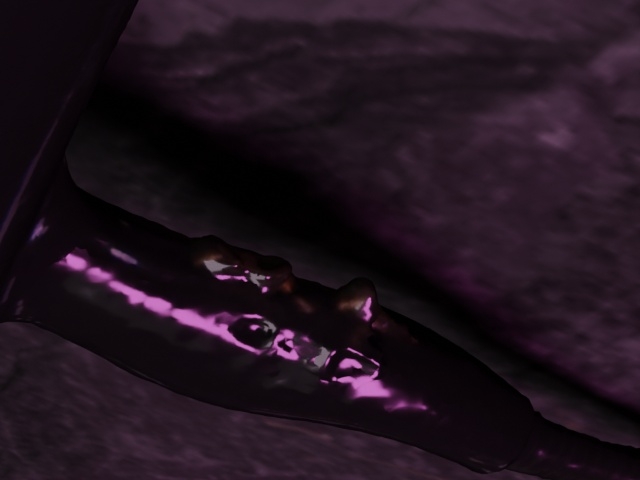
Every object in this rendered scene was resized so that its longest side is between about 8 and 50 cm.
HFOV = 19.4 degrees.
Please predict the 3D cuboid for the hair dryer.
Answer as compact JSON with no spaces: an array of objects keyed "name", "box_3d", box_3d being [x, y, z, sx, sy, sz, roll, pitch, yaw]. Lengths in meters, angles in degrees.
[{"name":"hair dryer","box_3d":[0.000,0.000,0.470,0.359,0.120,0.304,22,138,-28]}]
